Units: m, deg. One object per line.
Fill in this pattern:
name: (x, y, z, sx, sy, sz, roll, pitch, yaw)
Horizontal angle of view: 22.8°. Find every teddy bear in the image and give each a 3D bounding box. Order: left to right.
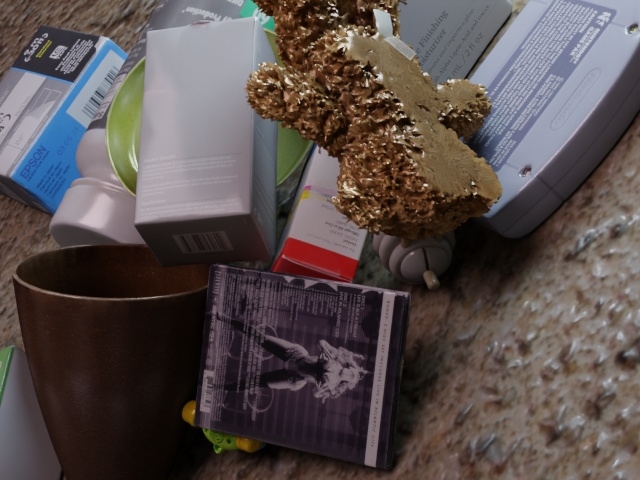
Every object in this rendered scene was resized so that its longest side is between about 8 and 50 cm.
teddy bear: (0.043, -0.136, 1.515, 0.338, 0.245, 0.113, 54, 133, 15)

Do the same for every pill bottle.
pill bottle: (-0.160, -0.128, 1.861, 0.204, 0.204, 0.361, 1, 60, 49)

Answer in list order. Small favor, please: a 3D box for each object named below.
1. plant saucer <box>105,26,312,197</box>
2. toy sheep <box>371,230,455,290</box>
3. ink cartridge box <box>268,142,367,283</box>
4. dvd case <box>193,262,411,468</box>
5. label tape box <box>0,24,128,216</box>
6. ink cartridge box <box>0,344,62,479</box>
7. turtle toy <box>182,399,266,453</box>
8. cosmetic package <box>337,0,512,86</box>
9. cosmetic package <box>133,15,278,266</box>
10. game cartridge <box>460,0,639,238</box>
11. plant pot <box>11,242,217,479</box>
plant saucer: (-0.112, -0.125, 1.708, 0.241, 0.037, 0.241, -6, 62, 12)
toy sheep: (0.092, -0.003, 1.559, 0.091, 0.091, 0.132, -35, 43, 22)
ink cartridge box: (0.000, 0.000, 1.619, 0.134, 0.078, 0.231, 117, 172, -60)
dvd case: (-0.020, 0.116, 1.512, 0.221, 0.018, 0.164, 8, 93, 32)
label tape box: (-0.413, -0.184, 2.290, 0.334, 0.106, 0.240, 19, 72, 54)
ink cartridge box: (-0.436, 0.273, 1.872, 0.278, 0.117, 0.201, -25, 41, 32)
turtle toy: (-0.073, 0.159, 1.607, 0.095, 0.066, 0.130, 22, 79, 31)
cosmetic package: (0.076, -0.261, 1.734, 0.151, 0.184, 0.151, -56, 34, -7)
cosmetic package: (-0.113, -0.102, 1.619, 0.127, 0.107, 0.238, -4, 60, 13)
game cartridge: (0.227, -0.142, 1.569, 0.294, 0.060, 0.196, -53, 31, -3)
plant pot: (-0.209, 0.140, 1.646, 0.215, 0.215, 0.230, 23, 116, 55)
